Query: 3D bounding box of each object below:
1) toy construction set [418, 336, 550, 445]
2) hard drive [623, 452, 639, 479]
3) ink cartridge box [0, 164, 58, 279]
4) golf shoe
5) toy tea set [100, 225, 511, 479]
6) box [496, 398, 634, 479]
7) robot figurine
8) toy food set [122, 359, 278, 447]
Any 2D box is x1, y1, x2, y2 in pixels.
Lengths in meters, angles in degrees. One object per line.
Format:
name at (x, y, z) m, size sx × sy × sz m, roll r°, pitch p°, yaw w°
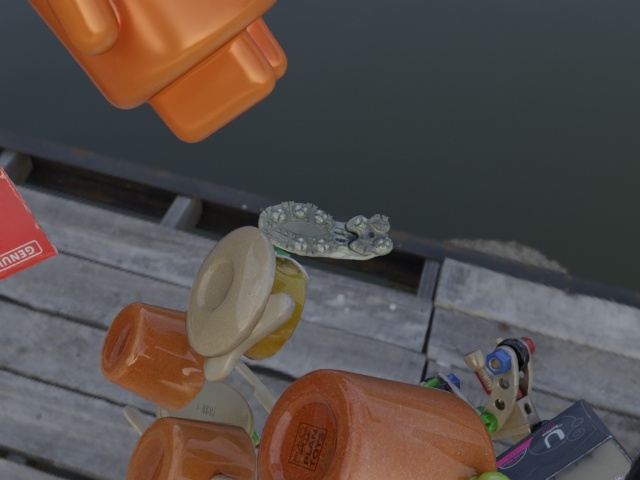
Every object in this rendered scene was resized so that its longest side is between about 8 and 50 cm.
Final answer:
toy construction set at (0.318, 0.317, 1.375) m, size 0.258 × 0.309 × 0.237 m, roll -32°, pitch 80°, yaw 18°
hard drive at (0.328, 0.141, 0.432) m, size 0.236 × 0.339 × 0.064 m, roll -54°, pitch 26°, yaw -2°
ink cartridge box at (-0.415, -0.020, 0.630) m, size 0.296 × 0.261 × 0.066 m, roll -25°, pitch 28°, yaw -4°
golf shoe at (0.000, 0.000, 0.969) m, size 0.176 × 0.086 × 0.069 m, roll 10°, pitch 69°, yaw -19°
toy tea set at (-0.027, 0.114, 0.472) m, size 0.124 × 0.200 × 0.336 m, roll 27°, pitch 15°, yaw -34°
box at (0.373, 0.375, 1.001) m, size 0.165 × 0.143 × 0.270 m, roll -37°, pitch 94°, yaw 8°
robot figurine at (-0.110, -0.165, 0.438) m, size 0.158 × 0.128 × 0.219 m, roll -46°, pitch 109°, yaw -29°
toy food set at (-0.140, 0.224, 0.940) m, size 0.192 × 0.038 × 0.132 m, roll -15°, pitch 50°, yaw -44°
